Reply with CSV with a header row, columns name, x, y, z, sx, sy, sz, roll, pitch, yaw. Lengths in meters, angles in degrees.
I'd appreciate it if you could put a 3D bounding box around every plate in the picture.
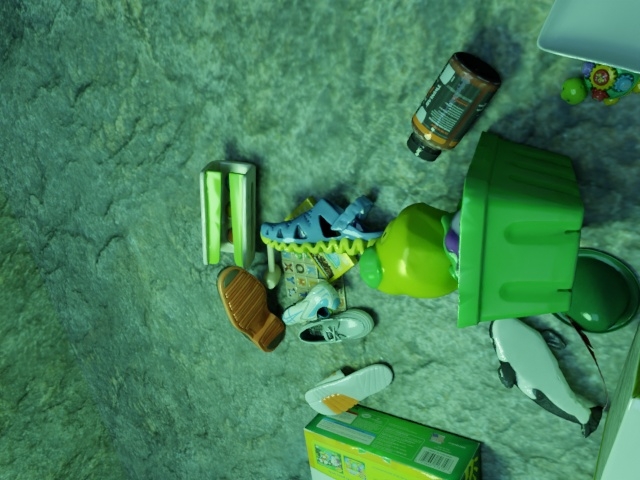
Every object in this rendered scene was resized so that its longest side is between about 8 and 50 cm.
name,x,y,z,sx,sy,sz,roll,pitch,yaw
plate,0.497,-0.372,0.746,0.278,0.045,0.278,30,108,31

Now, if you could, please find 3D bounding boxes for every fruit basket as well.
name,x,y,z,sx,sy,sz,roll,pitch,yaw
fruit basket,0.243,-0.021,0.932,0.391,0.392,0.283,12,117,32

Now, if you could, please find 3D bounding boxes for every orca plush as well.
name,x,y,z,sx,sy,sz,roll,pitch,yaw
orca plush,0.461,0.272,1.116,0.287,0.102,0.151,35,83,7

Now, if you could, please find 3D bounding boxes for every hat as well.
name,x,y,z,sx,sy,sz,roll,pitch,yaw
hat,0.478,0.136,0.950,0.208,0.183,0.173,35,127,19

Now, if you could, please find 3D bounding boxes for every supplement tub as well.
name,x,y,z,sx,sy,sz,roll,pitch,yaw
supplement tub,0.242,-0.246,1.001,0.106,0.106,0.198,42,129,13

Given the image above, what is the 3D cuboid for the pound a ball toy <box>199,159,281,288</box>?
name,x,y,z,sx,sy,sz,roll,pitch,yaw
pound a ball toy,-0.203,-0.045,1.432,0.208,0.136,0.320,6,117,7

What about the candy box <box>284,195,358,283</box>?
name,x,y,z,sx,sy,sz,roll,pitch,yaw
candy box,0.000,0.000,1.339,0.105,0.027,0.206,-40,82,35

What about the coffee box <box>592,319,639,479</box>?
name,x,y,z,sx,sy,sz,roll,pitch,yaw
coffee box,0.640,0.339,0.822,0.337,0.338,0.335,17,119,29

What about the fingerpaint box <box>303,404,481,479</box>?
name,x,y,z,sx,sy,sz,roll,pitch,yaw
fingerpaint box,0.198,0.672,1.422,0.444,0.163,0.372,5,113,35

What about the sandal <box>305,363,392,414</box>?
name,x,y,z,sx,sy,sz,roll,pitch,yaw
sandal,0.083,0.395,1.446,0.265,0.076,0.102,-28,105,21

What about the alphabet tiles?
name,x,y,z,sx,sy,sz,roll,pitch,yaw
alphabet tiles,-0.016,0.135,1.434,0.198,0.009,0.238,7,114,34

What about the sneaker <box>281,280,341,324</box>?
name,x,y,z,sx,sy,sz,roll,pitch,yaw
sneaker,-0.029,0.185,1.393,0.086,0.085,0.237,56,141,7

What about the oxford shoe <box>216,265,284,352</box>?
name,x,y,z,sx,sy,sz,roll,pitch,yaw
oxford shoe,-0.220,0.184,1.458,0.132,0.130,0.364,24,150,33

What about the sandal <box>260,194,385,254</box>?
name,x,y,z,sx,sy,sz,roll,pitch,yaw
sandal,0.009,-0.036,1.245,0.317,0.126,0.138,0,96,15

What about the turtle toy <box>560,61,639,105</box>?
name,x,y,z,sx,sy,sz,roll,pitch,yaw
turtle toy,0.455,-0.262,0.854,0.130,0.066,0.095,-23,92,60

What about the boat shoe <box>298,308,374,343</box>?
name,x,y,z,sx,sy,sz,roll,pitch,yaw
boat shoe,0.035,0.237,1.383,0.227,0.081,0.079,-16,101,40
